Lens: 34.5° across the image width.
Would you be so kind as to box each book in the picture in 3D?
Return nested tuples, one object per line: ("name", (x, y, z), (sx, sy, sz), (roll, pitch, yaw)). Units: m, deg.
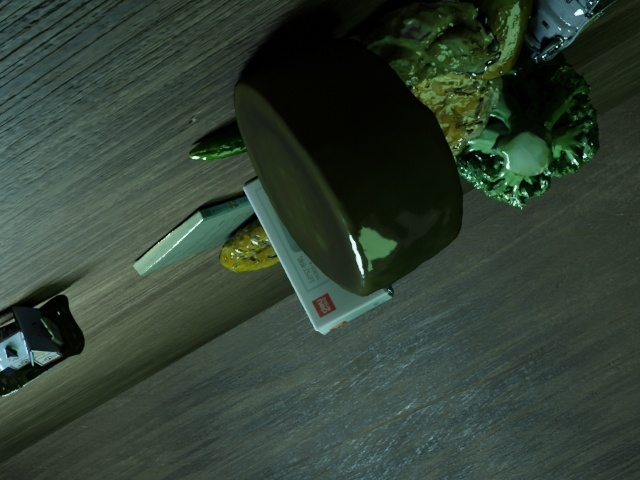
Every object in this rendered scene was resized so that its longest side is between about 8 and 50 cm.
("book", (-0.160, -0.030, 1.764), (0.215, 0.025, 0.283), (-36, 170, 40))

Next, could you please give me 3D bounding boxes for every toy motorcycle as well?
("toy motorcycle", (0.350, -0.331, 1.399), (0.157, 0.091, 0.263), (-35, 176, -14))

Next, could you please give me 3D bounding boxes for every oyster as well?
("oyster", (0.118, -0.207, 1.198), (0.163, 0.081, 0.191), (12, 162, -10))

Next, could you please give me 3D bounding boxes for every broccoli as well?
("broccoli", (0.331, -0.177, 1.679), (0.270, 0.270, 0.270), (-31, -163, 18))

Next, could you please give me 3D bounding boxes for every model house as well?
("model house", (-0.468, 0.153, 1.603), (0.167, 0.117, 0.088), (-28, 156, 1))

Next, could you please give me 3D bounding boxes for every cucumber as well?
("cucumber", (-0.085, -0.134, 1.289), (0.168, 0.039, 0.039), (-24, 172, -19))

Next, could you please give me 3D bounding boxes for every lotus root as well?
("lotus root", (0.207, -0.269, 1.217), (0.095, 0.108, 0.190), (-22, 161, -22))

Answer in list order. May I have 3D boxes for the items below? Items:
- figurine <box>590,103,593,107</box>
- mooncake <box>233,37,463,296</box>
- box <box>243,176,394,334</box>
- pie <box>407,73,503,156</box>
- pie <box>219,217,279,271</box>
("figurine", (0.405, -0.228, 1.996), (0.208, 0.181, 0.257), (-60, 173, 11))
("mooncake", (0.032, -0.085, 1.137), (0.156, 0.284, 0.284), (-33, 174, -14))
("box", (0.000, 0.000, 1.617), (0.135, 0.269, 0.079), (-28, 172, 9))
("pie", (0.132, -0.175, 1.462), (0.274, 0.055, 0.274), (-12, 153, -6))
("pie", (-0.065, -0.021, 1.858), (0.273, 0.069, 0.273), (-33, 173, -5))
